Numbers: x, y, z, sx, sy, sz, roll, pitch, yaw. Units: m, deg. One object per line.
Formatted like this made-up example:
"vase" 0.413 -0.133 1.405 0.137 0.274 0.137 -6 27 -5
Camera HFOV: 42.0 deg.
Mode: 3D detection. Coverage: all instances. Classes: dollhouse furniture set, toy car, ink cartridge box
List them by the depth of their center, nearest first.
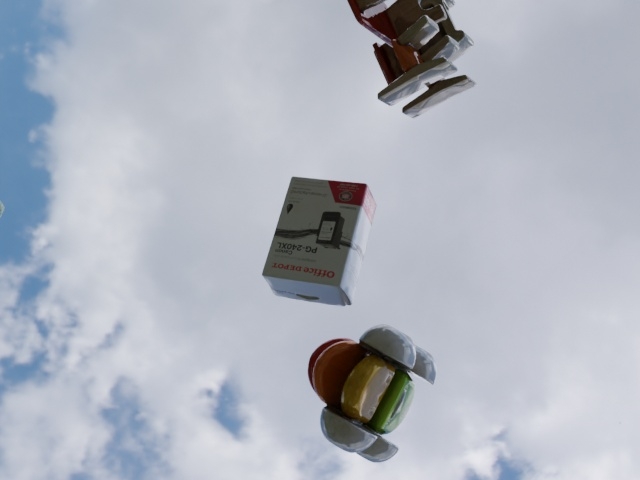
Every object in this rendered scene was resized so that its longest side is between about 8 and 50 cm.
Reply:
"dollhouse furniture set" 0.089 -0.277 1.065 0.135 0.259 0.262 -28 -106 23
"toy car" 0.052 0.185 1.068 0.136 0.182 0.159 23 -100 34
"ink cartridge box" 0.000 0.000 1.082 0.109 0.063 0.150 7 -115 19

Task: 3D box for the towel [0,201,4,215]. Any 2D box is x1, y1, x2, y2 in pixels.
"towel" -0.490 -0.031 0.884 0.038 0.325 0.248 20 -112 22
